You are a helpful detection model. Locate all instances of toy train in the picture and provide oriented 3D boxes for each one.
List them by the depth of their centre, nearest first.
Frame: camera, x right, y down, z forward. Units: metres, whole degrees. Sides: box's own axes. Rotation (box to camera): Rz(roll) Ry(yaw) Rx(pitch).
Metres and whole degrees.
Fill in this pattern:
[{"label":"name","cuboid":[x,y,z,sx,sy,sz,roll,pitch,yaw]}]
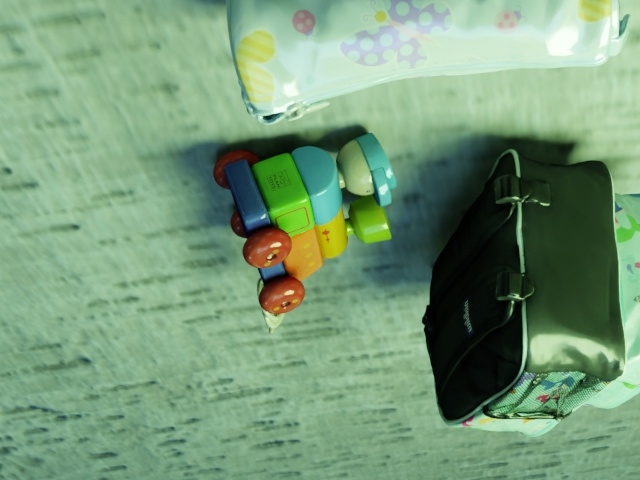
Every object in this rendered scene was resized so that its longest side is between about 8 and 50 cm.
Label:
[{"label":"toy train","cuboid":[0.000,0.000,1.233,0.143,0.105,0.248,-20,150,-4]}]

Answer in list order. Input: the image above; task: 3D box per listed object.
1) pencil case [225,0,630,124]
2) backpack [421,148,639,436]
[{"label":"pencil case","cuboid":[0.068,-0.160,0.935,0.273,0.124,0.113,-10,150,4]},{"label":"backpack","cuboid":[0.194,0.062,1.243,0.191,0.225,0.253,10,150,-17]}]
